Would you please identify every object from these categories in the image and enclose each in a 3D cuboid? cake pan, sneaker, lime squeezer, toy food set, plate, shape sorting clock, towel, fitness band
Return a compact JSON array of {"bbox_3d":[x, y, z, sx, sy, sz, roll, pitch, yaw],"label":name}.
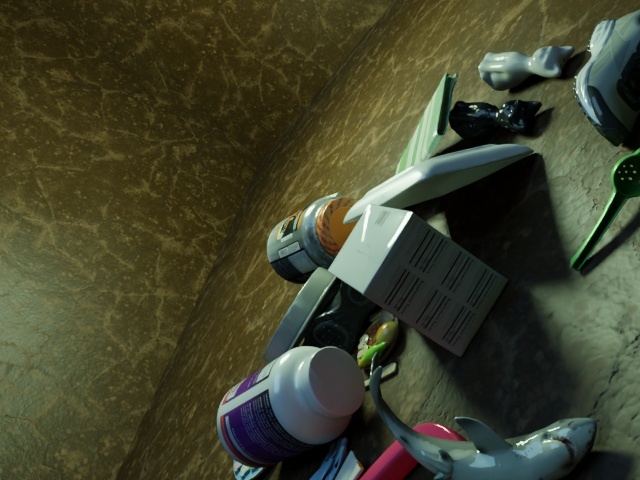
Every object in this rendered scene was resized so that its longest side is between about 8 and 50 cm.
[{"bbox_3d":[-0.046,0.184,1.375,0.293,0.054,0.293,-58,-6,-9],"label":"cake pan"},{"bbox_3d":[0.068,0.146,1.253,0.286,0.109,0.130,-55,-7,29],"label":"sneaker"},{"bbox_3d":[0.412,-0.091,0.716,0.110,0.058,0.310,-46,-8,-42],"label":"lime squeezer"},{"bbox_3d":[0.108,0.190,1.140,0.132,0.038,0.192,-43,22,40],"label":"toy food set"},{"bbox_3d":[0.211,-0.114,1.098,0.277,0.045,0.278,-16,-6,-31],"label":"plate"},{"bbox_3d":[0.461,-0.258,0.875,0.108,0.100,0.272,-22,38,54],"label":"sneaker"},{"bbox_3d":[-0.139,0.457,1.344,0.206,0.040,0.206,-50,19,23],"label":"shape sorting clock"},{"bbox_3d":[0.229,-0.198,1.345,0.325,0.038,0.248,113,177,-50],"label":"towel"},{"bbox_3d":[0.108,0.382,0.786,0.291,0.054,0.209,-51,15,15],"label":"fitness band"}]

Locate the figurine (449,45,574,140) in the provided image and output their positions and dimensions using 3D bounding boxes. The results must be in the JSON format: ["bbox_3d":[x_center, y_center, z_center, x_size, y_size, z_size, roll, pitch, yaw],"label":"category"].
[{"bbox_3d":[0.395,-0.306,1.188,0.215,0.092,0.209,-58,25,-5],"label":"figurine"}]

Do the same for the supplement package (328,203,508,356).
[{"bbox_3d":[0.155,0.058,0.968,0.149,0.203,0.194,-57,17,-1],"label":"supplement package"}]

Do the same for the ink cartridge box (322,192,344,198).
[{"bbox_3d":[0.039,-0.071,1.717,0.090,0.092,0.143,-62,16,-14],"label":"ink cartridge box"}]

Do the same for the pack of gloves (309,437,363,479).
[{"bbox_3d":[0.003,0.457,0.983,0.232,0.046,0.195,-56,4,-4],"label":"pack of gloves"}]

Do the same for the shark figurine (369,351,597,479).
[{"bbox_3d":[0.174,0.245,0.709,0.116,0.278,0.166,-10,-71,-61],"label":"shark figurine"}]

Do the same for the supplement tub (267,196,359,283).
[{"bbox_3d":[0.000,0.000,1.521,0.316,0.193,0.194,-24,36,60],"label":"supplement tub"}]

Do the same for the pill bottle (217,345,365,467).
[{"bbox_3d":[-0.058,0.320,1.126,0.323,0.181,0.182,-40,24,44],"label":"pill bottle"}]
